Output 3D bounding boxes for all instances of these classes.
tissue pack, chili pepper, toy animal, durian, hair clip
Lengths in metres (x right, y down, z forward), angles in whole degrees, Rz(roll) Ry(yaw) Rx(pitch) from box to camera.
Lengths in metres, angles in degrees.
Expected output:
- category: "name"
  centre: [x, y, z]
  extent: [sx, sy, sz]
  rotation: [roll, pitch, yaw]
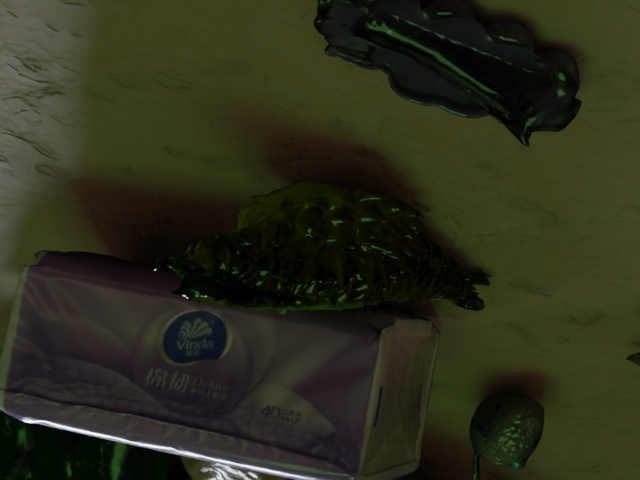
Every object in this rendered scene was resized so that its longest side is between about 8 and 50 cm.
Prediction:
- category: "tissue pack"
  centre: [-0.086, 0.110, 1.604]
  extent: [0.338, 0.160, 0.242]
  rotation: [11, 178, 15]
- category: "chili pepper"
  centre: [-0.257, 0.244, 1.898]
  extent: [0.213, 0.167, 0.385]
  rotation: [1, 131, -15]
- category: "toy animal"
  centre: [0.172, 0.207, 1.814]
  extent: [0.070, 0.079, 0.253]
  rotation: [36, 154, 7]
- category: "durian"
  centre: [0.001, 0.007, 1.439]
  extent: [0.375, 0.106, 0.132]
  rotation: [7, -179, -43]
- category: "hair clip"
  centre: [0.082, -0.117, 1.236]
  extent: [0.195, 0.052, 0.124]
  rotation: [24, 148, -7]

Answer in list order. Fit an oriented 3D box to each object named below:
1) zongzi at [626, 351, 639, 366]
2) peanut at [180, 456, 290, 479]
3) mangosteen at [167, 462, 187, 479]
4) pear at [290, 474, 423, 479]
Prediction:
- category: "zongzi"
  centre: [0.341, 0.119, 1.584]
  extent: [0.104, 0.052, 0.113]
  rotation: [23, 168, -29]
- category: "peanut"
  centre: [-0.077, 0.204, 1.891]
  extent: [0.137, 0.122, 0.253]
  rotation: [-23, 172, -24]
- category: "mangosteen"
  centre: [-0.183, 0.493, 2.253]
  extent: [0.381, 0.381, 0.421]
  rotation: [19, 119, -7]
- category: "pear"
  centre: [0.049, 0.428, 2.009]
  extent: [0.362, 0.362, 0.418]
  rotation: [-1, 127, 31]
